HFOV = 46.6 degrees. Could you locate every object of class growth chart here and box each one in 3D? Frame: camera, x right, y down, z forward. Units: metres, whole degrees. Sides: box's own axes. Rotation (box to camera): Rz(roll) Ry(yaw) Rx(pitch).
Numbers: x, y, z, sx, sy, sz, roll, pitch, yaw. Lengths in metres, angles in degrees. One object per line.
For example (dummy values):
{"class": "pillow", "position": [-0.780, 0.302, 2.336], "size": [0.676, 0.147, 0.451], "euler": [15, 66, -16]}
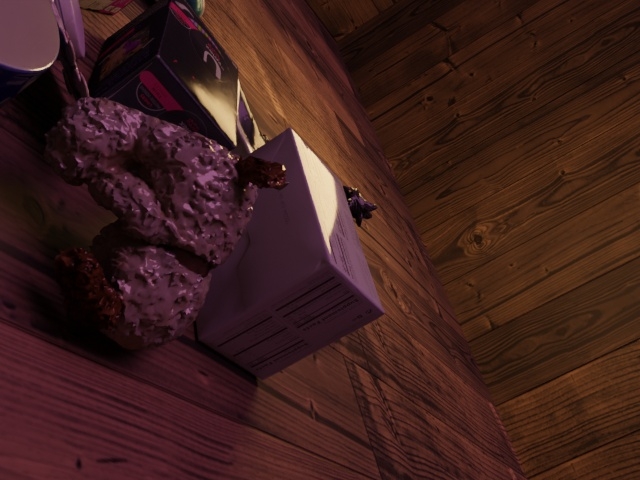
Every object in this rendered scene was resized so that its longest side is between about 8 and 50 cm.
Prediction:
{"class": "growth chart", "position": [-0.294, -0.197, 0.867], "size": [0.172, 0.021, 0.237], "euler": [117, -48, -65]}

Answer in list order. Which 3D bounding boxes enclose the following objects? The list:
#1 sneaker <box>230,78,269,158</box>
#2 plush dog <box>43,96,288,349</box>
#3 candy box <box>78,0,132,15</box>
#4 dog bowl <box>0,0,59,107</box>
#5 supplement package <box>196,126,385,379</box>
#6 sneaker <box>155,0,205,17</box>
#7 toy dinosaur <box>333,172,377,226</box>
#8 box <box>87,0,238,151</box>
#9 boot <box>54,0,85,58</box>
{"class": "sneaker", "position": [-0.153, -0.205, 1.350], "size": [0.147, 0.105, 0.295], "euler": [29, 40, -65]}
{"class": "plush dog", "position": [-0.158, 0.005, 0.769], "size": [0.262, 0.211, 0.225], "euler": [34, 74, -65]}
{"class": "candy box", "position": [-0.318, -0.414, 1.090], "size": [0.071, 0.159, 0.233], "euler": [59, 16, -2]}
{"class": "dog bowl", "position": [-0.377, -0.241, 0.693], "size": [0.265, 0.104, 0.265], "euler": [53, 16, -23]}
{"class": "supplement package", "position": [-0.061, 0.018, 1.025], "size": [0.145, 0.204, 0.261], "euler": [43, 22, -44]}
{"class": "sneaker", "position": [-0.335, -0.530, 1.383], "size": [0.302, 0.108, 0.121], "euler": [55, 29, -20]}
{"class": "toy dinosaur", "position": [0.000, 0.000, 1.350], "size": [0.321, 0.165, 0.218], "euler": [83, 21, -44]}
{"class": "box", "position": [-0.221, -0.220, 1.070], "size": [0.165, 0.143, 0.270], "euler": [49, 19, -32]}
{"class": "boot", "position": [-0.368, -0.326, 0.965], "size": [0.069, 0.086, 0.189], "euler": [-109, -169, -59]}
